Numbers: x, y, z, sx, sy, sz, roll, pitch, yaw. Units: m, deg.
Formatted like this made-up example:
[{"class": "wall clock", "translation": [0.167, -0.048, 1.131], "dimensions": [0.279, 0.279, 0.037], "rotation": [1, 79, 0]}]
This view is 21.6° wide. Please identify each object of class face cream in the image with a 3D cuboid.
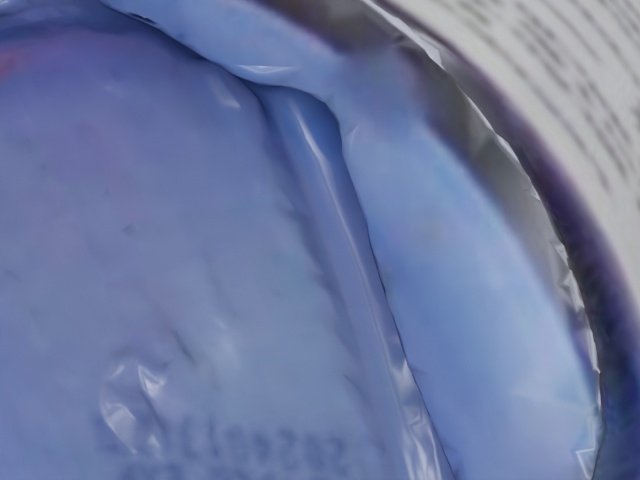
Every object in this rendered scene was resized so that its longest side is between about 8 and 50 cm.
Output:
[{"class": "face cream", "translation": [0.000, 0.000, 0.491], "dimensions": [0.249, 0.225, 0.249], "rotation": [10, 115, 22]}]
